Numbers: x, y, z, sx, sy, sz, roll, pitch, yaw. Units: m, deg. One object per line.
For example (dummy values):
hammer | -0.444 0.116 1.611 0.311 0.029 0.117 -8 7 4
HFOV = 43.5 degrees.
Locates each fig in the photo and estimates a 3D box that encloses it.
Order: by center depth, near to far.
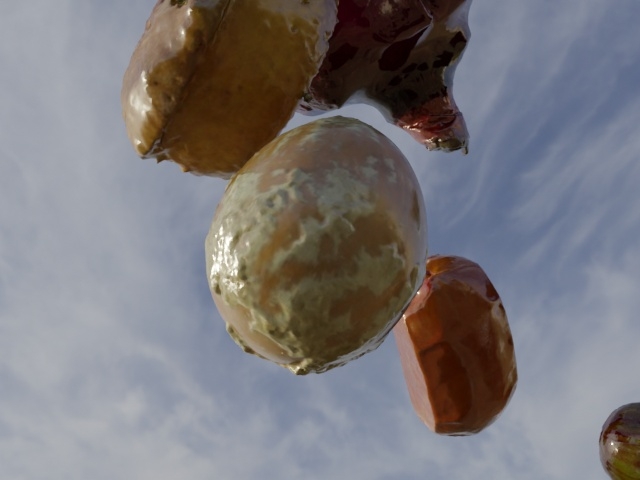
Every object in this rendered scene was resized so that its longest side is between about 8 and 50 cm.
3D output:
fig | 0.391 0.234 0.891 0.155 0.109 0.103 9 -45 22

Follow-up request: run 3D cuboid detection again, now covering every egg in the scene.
egg | 0.000 0.000 0.731 0.203 0.245 0.203 18 -18 6

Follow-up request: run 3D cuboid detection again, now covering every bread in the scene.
bread | -0.084 -0.237 0.895 0.194 0.340 0.179 32 -33 -25

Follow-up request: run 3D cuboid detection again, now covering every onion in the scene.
onion | 0.111 -0.313 1.297 0.398 0.398 0.420 -37 -83 27

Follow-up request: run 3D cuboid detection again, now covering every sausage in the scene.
sausage | 0.183 0.150 1.109 0.141 0.153 0.268 -20 -67 -11
